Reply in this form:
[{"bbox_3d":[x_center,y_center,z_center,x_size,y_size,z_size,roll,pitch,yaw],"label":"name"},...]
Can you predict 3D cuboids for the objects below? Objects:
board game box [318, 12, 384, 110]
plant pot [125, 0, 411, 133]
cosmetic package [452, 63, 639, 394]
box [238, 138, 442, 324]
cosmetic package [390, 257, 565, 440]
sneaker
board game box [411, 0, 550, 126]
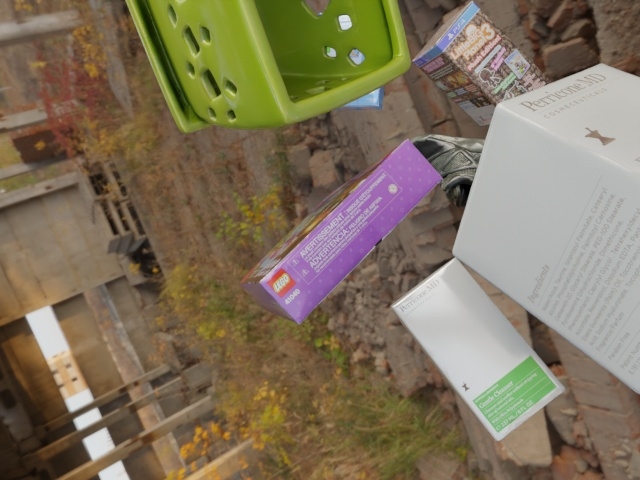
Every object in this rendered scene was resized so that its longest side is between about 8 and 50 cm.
[{"bbox_3d":[0.065,-0.396,1.115,0.160,0.039,0.212,5,90,22],"label":"board game box"},{"bbox_3d":[-0.069,-0.241,0.528,0.207,0.227,0.228,0,116,43],"label":"plant pot"},{"bbox_3d":[0.501,-0.043,0.842,0.393,0.329,0.328,42,144,35],"label":"cosmetic package"},{"bbox_3d":[0.000,0.000,0.604,0.057,0.201,0.293,47,167,-5],"label":"box"},{"bbox_3d":[0.349,0.242,1.176,0.366,0.197,0.155,51,-179,9],"label":"cosmetic package"},{"bbox_3d":[0.250,-0.146,1.040,0.227,0.130,0.087,18,170,41],"label":"sneaker"},{"bbox_3d":[0.426,-0.463,1.376,0.291,0.141,0.232,40,-176,-10],"label":"board game box"}]
